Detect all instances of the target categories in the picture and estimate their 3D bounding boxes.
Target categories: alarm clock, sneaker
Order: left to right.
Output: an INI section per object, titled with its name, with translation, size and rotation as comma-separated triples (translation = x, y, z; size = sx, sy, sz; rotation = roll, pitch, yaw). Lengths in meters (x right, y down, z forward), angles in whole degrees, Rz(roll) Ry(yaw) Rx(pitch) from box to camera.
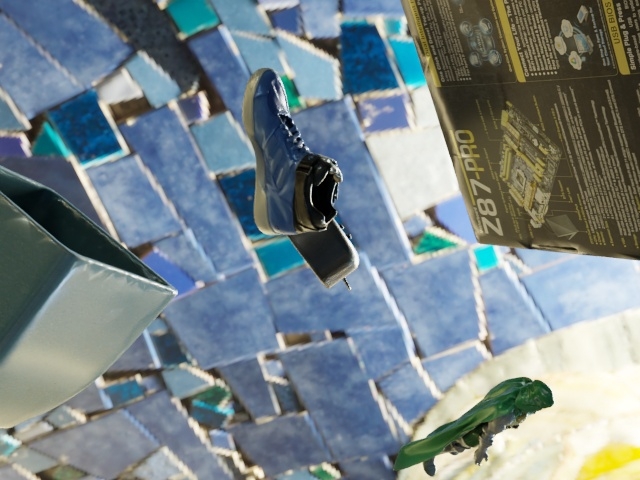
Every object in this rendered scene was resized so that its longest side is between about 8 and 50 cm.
[sneaker]
translation = -0.020, -0.080, 0.905
size = 0.058, 0.084, 0.152
rotation = -8, 97, -55
[alarm clock]
translation = 0.000, 0.000, 1.200
size = 0.129, 0.064, 0.192
rotation = 54, -3, 42

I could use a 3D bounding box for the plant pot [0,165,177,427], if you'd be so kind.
[plant pot]
translation = -0.368, 0.074, 1.157
size = 0.247, 0.252, 0.248
rotation = 35, 1, 22

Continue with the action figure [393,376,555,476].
[action figure]
translation = 0.192, 0.211, 1.170
size = 0.137, 0.232, 0.063
rotation = -34, 82, -36

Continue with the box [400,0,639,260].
[box]
translation = 0.202, -0.175, 0.772
size = 0.097, 0.318, 0.395
rotation = -32, 111, -32
